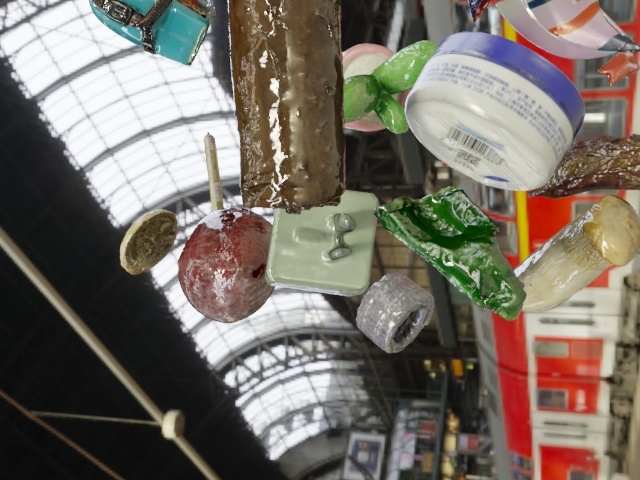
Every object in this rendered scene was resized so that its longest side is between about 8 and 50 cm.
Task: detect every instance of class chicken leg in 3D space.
[{"bbox_3d":[0.431,-0.111,1.188,0.063,0.233,0.105,-59,-37,-62],"label":"chicken leg"}]

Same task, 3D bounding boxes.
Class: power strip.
[{"bbox_3d":[0.000,0.000,1.074,0.224,0.140,0.139,127,152,-83],"label":"power strip"}]

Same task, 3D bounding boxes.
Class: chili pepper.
[{"bbox_3d":[0.139,0.009,0.840,0.216,0.108,0.062,51,149,44],"label":"chili pepper"}]

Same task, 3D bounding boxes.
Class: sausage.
[{"bbox_3d":[-0.276,-0.155,2.035,0.033,0.032,0.269,13,-112,-72],"label":"sausage"}]

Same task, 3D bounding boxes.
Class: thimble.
[{"bbox_3d":[0.149,0.144,1.560,0.150,0.098,0.150,-35,-33,-27],"label":"thimble"}]

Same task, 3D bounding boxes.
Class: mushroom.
[{"bbox_3d":[0.360,0.037,1.171,0.123,0.095,0.351,-62,2,-21],"label":"mushroom"}]

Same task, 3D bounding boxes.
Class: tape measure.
[{"bbox_3d":[-0.175,-0.248,0.817,0.081,0.125,0.146,-60,16,26],"label":"tape measure"}]

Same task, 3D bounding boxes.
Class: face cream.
[{"bbox_3d":[0.210,-0.152,0.969,0.111,0.206,0.206,-60,-24,-9],"label":"face cream"}]

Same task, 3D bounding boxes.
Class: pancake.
[{"bbox_3d":[-0.341,0.004,1.552,0.151,0.025,0.152,-45,-26,-29],"label":"pancake"}]

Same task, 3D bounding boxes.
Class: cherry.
[{"bbox_3d":[-0.175,0.047,1.545,0.230,0.203,0.300,-55,7,-8],"label":"cherry"}]

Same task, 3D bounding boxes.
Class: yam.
[{"bbox_3d":[-0.032,-0.169,0.812,0.131,0.131,0.280,-25,-66,-71],"label":"yam"}]

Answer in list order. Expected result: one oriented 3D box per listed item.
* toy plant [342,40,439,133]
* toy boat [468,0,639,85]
[{"bbox_3d":[0.101,-0.350,1.855,0.211,0.317,0.356,66,169,-19],"label":"toy plant"},{"bbox_3d":[0.350,-0.371,1.223,0.072,0.219,0.318,-47,-65,-80],"label":"toy boat"}]
